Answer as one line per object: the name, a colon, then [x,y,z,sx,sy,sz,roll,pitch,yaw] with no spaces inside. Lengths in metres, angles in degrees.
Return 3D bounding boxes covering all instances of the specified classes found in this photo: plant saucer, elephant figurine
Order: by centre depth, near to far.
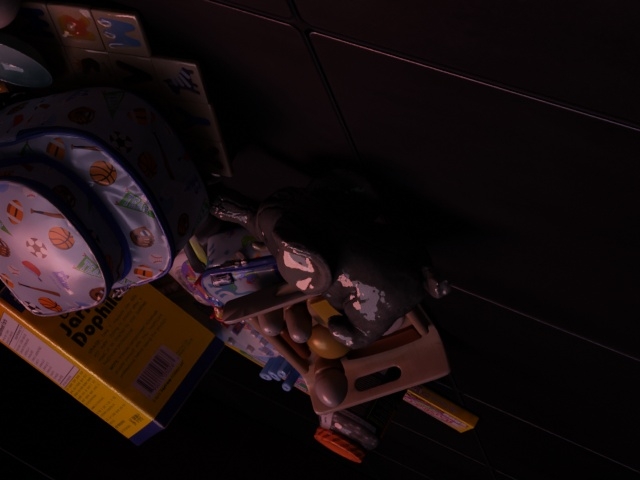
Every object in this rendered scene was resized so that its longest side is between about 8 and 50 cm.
plant saucer: [-0.355,-0.208,1.162,0.119,0.021,0.119,14,166,4]
elephant figurine: [0.000,0.000,1.177,0.239,0.186,0.169,41,-158,-15]

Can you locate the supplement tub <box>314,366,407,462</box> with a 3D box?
supplement tub: [0.073,0.271,1.761,0.117,0.190,0.117,27,162,10]

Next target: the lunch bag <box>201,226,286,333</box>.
lunch bag: [-0.051,0.059,1.470,0.176,0.090,0.219,-10,145,23]

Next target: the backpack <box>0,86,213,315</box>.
backpack: [-0.271,-0.050,1.190,0.263,0.213,0.276,-16,125,31]

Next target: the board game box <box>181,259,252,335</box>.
board game box: [-0.162,0.098,1.664,0.168,0.033,0.133,36,151,-1]

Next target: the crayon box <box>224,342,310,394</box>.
crayon box: [-0.089,0.197,2.003,0.278,0.081,0.165,31,163,-1]

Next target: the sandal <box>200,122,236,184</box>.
sandal: [-0.294,-0.144,1.376,0.445,0.107,0.167,4,148,29]

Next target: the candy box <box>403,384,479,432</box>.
candy box: [0.186,0.289,1.908,0.206,0.027,0.105,29,166,3]

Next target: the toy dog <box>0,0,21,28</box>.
toy dog: [-0.428,-0.344,0.997,0.220,0.161,0.333,21,176,20]

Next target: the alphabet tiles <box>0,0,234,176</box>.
alphabet tiles: [-0.272,-0.162,1.221,0.342,0.011,0.285,11,142,21]

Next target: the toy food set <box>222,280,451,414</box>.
toy food set: [0.031,0.139,1.426,0.219,0.092,0.306,-20,143,14]

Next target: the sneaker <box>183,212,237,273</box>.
sneaker: [-0.164,-0.049,1.479,0.097,0.084,0.235,-16,138,2]

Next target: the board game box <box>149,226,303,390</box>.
board game box: [-0.214,0.074,1.770,0.390,0.050,0.390,23,149,22]

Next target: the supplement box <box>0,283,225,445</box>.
supplement box: [-0.383,0.168,1.833,0.356,0.195,0.194,39,151,-7]
